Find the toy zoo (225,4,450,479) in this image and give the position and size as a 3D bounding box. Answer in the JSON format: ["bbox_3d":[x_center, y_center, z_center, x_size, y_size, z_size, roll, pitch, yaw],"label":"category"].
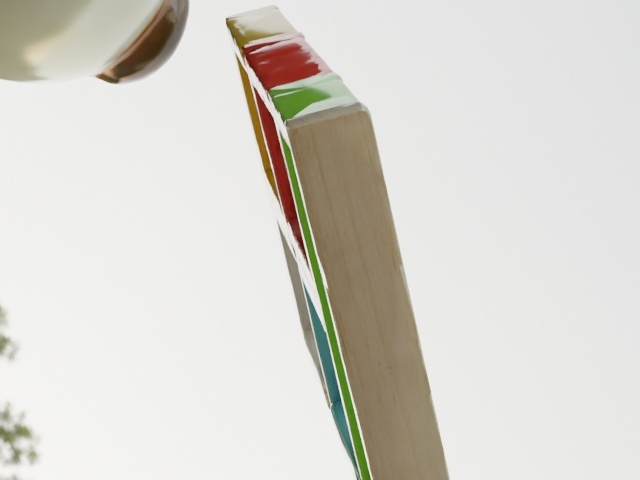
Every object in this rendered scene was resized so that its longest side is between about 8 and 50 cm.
[{"bbox_3d":[0.000,0.000,0.580,0.030,0.293,0.192,-15,-69,-5],"label":"toy zoo"}]

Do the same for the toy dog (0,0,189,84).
[{"bbox_3d":[-0.119,-0.271,0.730,0.408,0.284,0.395,-51,-125,38],"label":"toy dog"}]
